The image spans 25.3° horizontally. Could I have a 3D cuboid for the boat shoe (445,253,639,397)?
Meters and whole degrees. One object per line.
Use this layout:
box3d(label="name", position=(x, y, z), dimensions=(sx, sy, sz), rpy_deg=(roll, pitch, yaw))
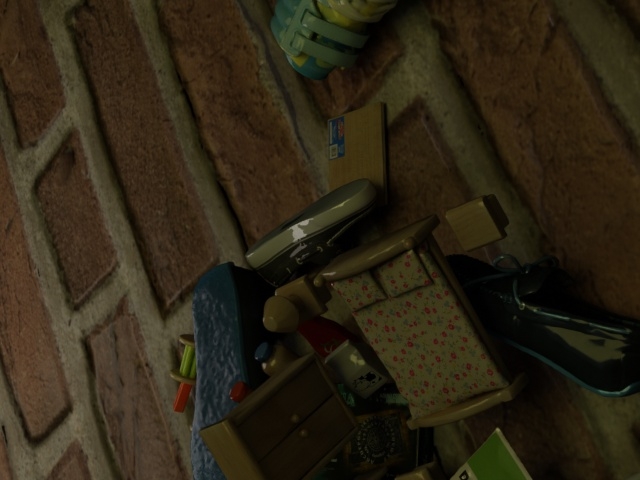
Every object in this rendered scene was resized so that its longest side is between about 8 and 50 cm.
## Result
box3d(label="boat shoe", position=(0.231, 0.062, 1.438), dimensions=(0.258, 0.109, 0.089), rpy_deg=(27, 119, 32))

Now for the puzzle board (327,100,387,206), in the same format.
box3d(label="puzzle board", position=(0.045, -0.096, 1.730), dimensions=(0.096, 0.011, 0.128), rpy_deg=(-15, 71, 47))

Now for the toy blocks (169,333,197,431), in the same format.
box3d(label="toy blocks", position=(-0.159, 0.211, 1.867), dimensions=(0.123, 0.054, 0.148), rpy_deg=(23, 100, 47))

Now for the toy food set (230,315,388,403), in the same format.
box3d(label="toy food set", position=(0.007, 0.122, 1.625), dimensions=(0.232, 0.104, 0.111), rpy_deg=(-42, 27, 24))

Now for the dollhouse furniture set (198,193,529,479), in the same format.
box3d(label="dollhouse furniture set", position=(0.075, 0.167, 1.413), dimensions=(0.355, 0.174, 0.303), rpy_deg=(-26, 98, 40))

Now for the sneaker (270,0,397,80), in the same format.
box3d(label="sneaker", position=(0.055, -0.280, 1.672), dimensions=(0.319, 0.127, 0.208), rpy_deg=(24, 99, 57))

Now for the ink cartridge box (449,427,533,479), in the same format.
box3d(label="ink cartridge box", position=(0.175, 0.344, 1.443), dimensions=(0.255, 0.097, 0.189), rpy_deg=(-52, 49, 26))

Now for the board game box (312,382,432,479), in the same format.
box3d(label="board game box", position=(0.054, 0.227, 1.649), dimensions=(0.186, 0.026, 0.126), rpy_deg=(-5, 79, 48))

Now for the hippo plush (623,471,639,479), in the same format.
box3d(label="hippo plush", position=(0.351, 0.278, 1.153), dimensions=(0.294, 0.237, 0.234), rpy_deg=(-15, 72, 46))

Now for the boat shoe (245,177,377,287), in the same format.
box3d(label="boat shoe", position=(0.000, 0.000, 1.718), dimensions=(0.228, 0.080, 0.076), rpy_deg=(-31, 102, 41))

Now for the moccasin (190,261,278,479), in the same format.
box3d(label="moccasin", position=(-0.077, 0.194, 1.737), dimensions=(0.138, 0.117, 0.342), rpy_deg=(-14, 69, 43))
